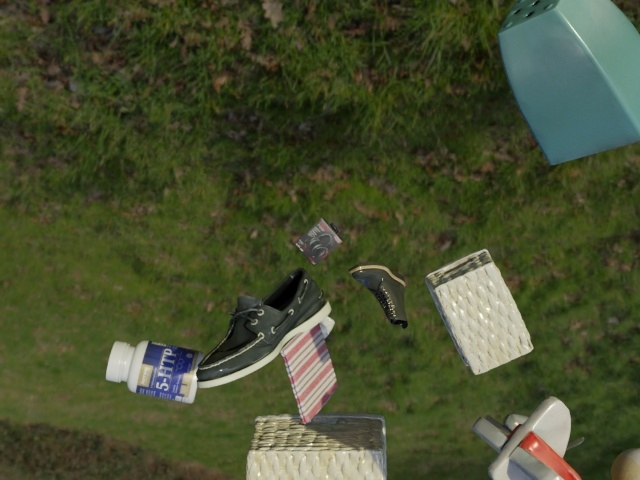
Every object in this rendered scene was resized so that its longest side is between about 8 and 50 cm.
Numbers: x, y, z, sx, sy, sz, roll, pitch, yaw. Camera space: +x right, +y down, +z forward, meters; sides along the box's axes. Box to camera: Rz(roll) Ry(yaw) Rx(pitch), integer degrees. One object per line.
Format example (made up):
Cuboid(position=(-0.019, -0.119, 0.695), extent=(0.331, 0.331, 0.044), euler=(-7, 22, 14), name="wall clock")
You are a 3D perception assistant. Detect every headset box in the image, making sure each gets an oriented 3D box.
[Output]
Cuboid(position=(0.000, 0.000, 1.427), extent=(0.083, 0.032, 0.062), euler=(-41, 89, 9), name="headset box")

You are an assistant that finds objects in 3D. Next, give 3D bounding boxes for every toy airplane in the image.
Cuboid(position=(0.403, 0.385, 1.113), extent=(0.272, 0.386, 0.384), euler=(-28, 155, -13), name="toy airplane")

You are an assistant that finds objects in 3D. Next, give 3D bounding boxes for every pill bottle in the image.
Cuboid(position=(-0.347, 0.271, 1.546), extent=(0.187, 0.112, 0.112), euler=(13, 144, -7), name="pill bottle")

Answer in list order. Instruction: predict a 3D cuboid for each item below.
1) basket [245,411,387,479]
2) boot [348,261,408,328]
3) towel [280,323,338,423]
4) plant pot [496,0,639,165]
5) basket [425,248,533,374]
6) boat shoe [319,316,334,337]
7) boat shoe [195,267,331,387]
Cuboid(position=(-0.005, 0.595, 1.706), extent=(0.328, 0.331, 0.266), euler=(-1, -177, 3), name="basket")
Cuboid(position=(0.157, 0.139, 1.854), extent=(0.198, 0.137, 0.077), euler=(18, 144, -40), name="boot")
Cuboid(position=(-0.026, 0.292, 1.655), extent=(0.029, 0.144, 0.197), euler=(-3, 112, 34), name="towel")
Cuboid(position=(0.387, -0.271, 1.131), extent=(0.166, 0.165, 0.234), euler=(-15, 124, 48), name="plant pot")
Cuboid(position=(0.249, 0.113, 1.148), extent=(0.113, 0.103, 0.167), euler=(-26, 95, 5), name="basket")
Cuboid(position=(-0.045, 0.193, 1.987), extent=(0.184, 0.063, 0.066), euler=(27, 147, 23), name="boat shoe")
Cuboid(position=(-0.108, 0.143, 1.312), extent=(0.127, 0.340, 0.113), euler=(-9, 105, 44), name="boat shoe")
